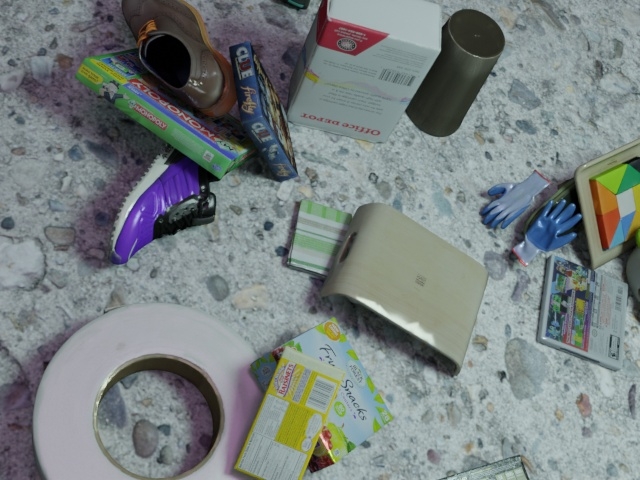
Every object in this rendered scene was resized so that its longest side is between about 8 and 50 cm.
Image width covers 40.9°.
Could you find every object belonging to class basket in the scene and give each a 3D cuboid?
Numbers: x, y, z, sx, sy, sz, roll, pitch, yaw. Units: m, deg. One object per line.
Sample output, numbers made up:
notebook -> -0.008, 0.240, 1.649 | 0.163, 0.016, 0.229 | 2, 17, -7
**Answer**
basket -> 0.282, -0.364, 1.816 | 0.154, 0.227, 0.204 | 6, 63, -16

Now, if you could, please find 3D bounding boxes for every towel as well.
towel -> 0.000, 0.000, 1.653 | 0.113, 0.023, 0.152 | 18, 57, -12

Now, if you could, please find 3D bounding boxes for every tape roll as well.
tape roll -> -0.262, 0.288, 1.380 | 0.392, 0.072, 0.392 | 8, 61, -14

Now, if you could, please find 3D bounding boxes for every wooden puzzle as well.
wooden puzzle -> 0.636, -0.078, 1.817 | 0.221, 0.044, 0.238 | -23, 111, -28

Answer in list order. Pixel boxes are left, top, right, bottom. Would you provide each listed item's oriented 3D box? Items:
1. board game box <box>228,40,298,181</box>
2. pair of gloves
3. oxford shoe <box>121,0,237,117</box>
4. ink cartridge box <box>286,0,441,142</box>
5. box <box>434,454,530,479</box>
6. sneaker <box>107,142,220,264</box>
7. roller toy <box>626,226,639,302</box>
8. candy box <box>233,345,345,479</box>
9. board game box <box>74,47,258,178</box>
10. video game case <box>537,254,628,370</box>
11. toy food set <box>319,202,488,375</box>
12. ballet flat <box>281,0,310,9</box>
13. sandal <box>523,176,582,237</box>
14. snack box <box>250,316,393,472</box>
board game box -> -0.104, -0.236, 1.615 | 0.042, 0.243, 0.165 | -15, 66, 8
pair of gloves -> 0.425, -0.053, 1.754 | 0.159, 0.023, 0.198 | -41, 62, 8
oxford shoe -> -0.289, -0.380, 1.607 | 0.363, 0.130, 0.133 | 48, 18, 30
ink cartridge box -> 0.077, -0.346, 1.690 | 0.226, 0.306, 0.131 | 12, 60, -13
box -> 0.278, 0.465, 1.467 | 0.180, 0.077, 0.147 | -10, 68, -24
sneaker -> -0.263, -0.060, 1.543 | 0.146, 0.102, 0.293 | 30, 58, -3
roller toy -> 0.751, 0.065, 1.800 | 0.191, 0.146, 0.209 | -3, 71, -11
candy box -> -0.047, 0.280, 1.346 | 0.105, 0.027, 0.205 | 23, 84, 4
board game box -> -0.271, -0.243, 1.604 | 0.317, 0.046, 0.213 | 35, 21, 1
video game case -> 0.538, 0.146, 1.757 | 0.183, 0.023, 0.201 | 21, 60, -8
toy food set -> 0.168, 0.091, 1.632 | 0.306, 0.092, 0.219 | 32, 57, -10
ballet flat -> -0.002, -0.624, 1.943 | 0.096, 0.095, 0.280 | 35, 68, -10
sandal -> 0.541, -0.091, 1.838 | 0.303, 0.086, 0.120 | -28, 114, -18
snack box -> 0.005, 0.255, 1.447 | 0.174, 0.070, 0.207 | -22, 81, -48
